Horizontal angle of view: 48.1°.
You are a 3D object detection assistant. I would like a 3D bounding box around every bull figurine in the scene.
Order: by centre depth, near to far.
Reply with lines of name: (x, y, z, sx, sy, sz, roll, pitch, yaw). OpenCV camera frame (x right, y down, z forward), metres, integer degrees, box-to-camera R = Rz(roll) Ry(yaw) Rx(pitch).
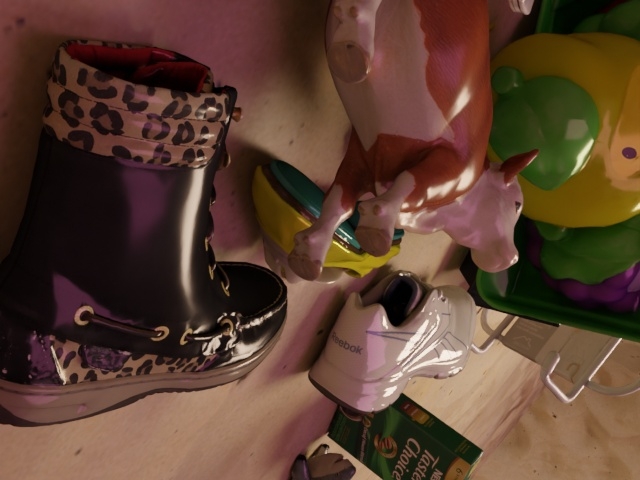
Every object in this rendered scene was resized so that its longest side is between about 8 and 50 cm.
bull figurine: (0.050, -0.085, 0.429, 0.188, 0.101, 0.310, -48, 132, -39)

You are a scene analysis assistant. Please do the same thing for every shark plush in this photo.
shark plush: (-0.017, 0.341, 0.932, 0.161, 0.067, 0.073, -57, 155, 3)

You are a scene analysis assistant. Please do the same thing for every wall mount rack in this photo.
wall mount rack: (0.385, 0.083, 1.134, 0.304, 0.350, 0.130, -49, 120, -9)

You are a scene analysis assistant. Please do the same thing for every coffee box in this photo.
coffee box: (0.103, 0.256, 0.905, 0.040, 0.184, 0.113, -24, 140, -50)

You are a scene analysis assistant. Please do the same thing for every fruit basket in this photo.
fruit basket: (0.285, -0.090, 0.676, 0.392, 0.283, 0.391, 13, 90, -78)

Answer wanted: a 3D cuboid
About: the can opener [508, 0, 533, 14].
can opener: (0.170, -0.264, 0.441, 0.074, 0.093, 0.280, 44, 61, -66)

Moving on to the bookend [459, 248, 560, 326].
bookend: (0.266, 0.038, 1.041, 0.157, 0.156, 0.072, 15, 115, -17)

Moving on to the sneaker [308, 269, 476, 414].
sneaker: (0.110, 0.094, 0.823, 0.297, 0.111, 0.129, -18, 130, -54)

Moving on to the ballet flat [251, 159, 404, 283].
ballet flat: (0.000, 0.000, 0.554, 0.077, 0.077, 0.231, -44, 160, 14)

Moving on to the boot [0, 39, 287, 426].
boot: (-0.072, -0.006, 0.399, 0.236, 0.085, 0.178, -9, 126, -57)
